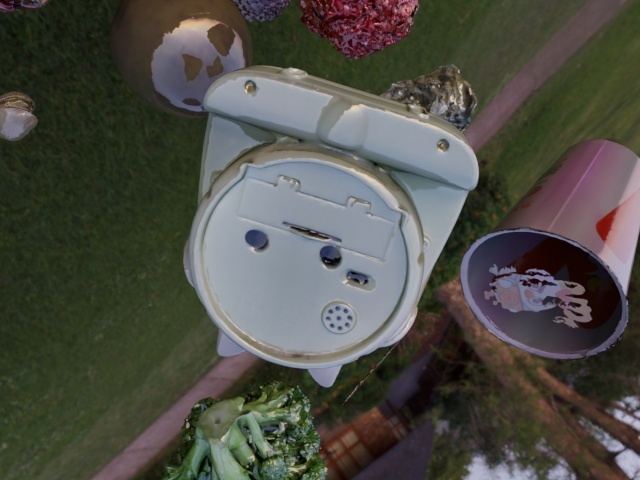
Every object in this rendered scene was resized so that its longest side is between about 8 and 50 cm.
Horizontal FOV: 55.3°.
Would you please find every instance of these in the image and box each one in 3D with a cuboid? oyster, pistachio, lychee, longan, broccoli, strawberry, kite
[{"bbox_3d":[0.133,-0.173,0.851,0.064,0.124,0.177,9,150,-46],"label":"oyster"},{"bbox_3d":[-0.717,-0.292,1.416,0.113,0.113,0.149,-19,174,-41],"label":"pistachio"},{"bbox_3d":[-0.191,-0.711,1.650,0.272,0.235,0.236,-7,167,19],"label":"lychee"},{"bbox_3d":[-0.217,-0.316,1.011,0.248,0.248,0.248,-32,159,-14],"label":"longan"},{"bbox_3d":[-0.133,0.378,1.085,0.308,0.308,0.275,-29,131,-21],"label":"broccoli"},{"bbox_3d":[0.049,-0.374,0.882,0.201,0.184,0.186,48,51,-65],"label":"strawberry"},{"bbox_3d":[0.127,0.313,1.482,0.244,0.006,0.198,-47,168,-9],"label":"kite"}]

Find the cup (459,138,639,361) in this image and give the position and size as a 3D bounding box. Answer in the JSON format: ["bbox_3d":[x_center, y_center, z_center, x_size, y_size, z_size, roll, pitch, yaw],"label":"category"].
[{"bbox_3d":[0.333,-0.009,0.806,0.288,0.203,0.203,-46,169,-39],"label":"cup"}]

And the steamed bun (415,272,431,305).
[{"bbox_3d":[0.064,0.039,1.649,0.290,0.456,0.371,0,118,-48],"label":"steamed bun"}]

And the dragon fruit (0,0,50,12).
[{"bbox_3d":[-0.537,-0.519,1.122,0.234,0.293,0.233,-33,157,-16],"label":"dragon fruit"}]

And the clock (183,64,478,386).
[{"bbox_3d":[-0.009,0.006,0.618,0.108,0.265,0.324,-73,179,-71],"label":"clock"}]
